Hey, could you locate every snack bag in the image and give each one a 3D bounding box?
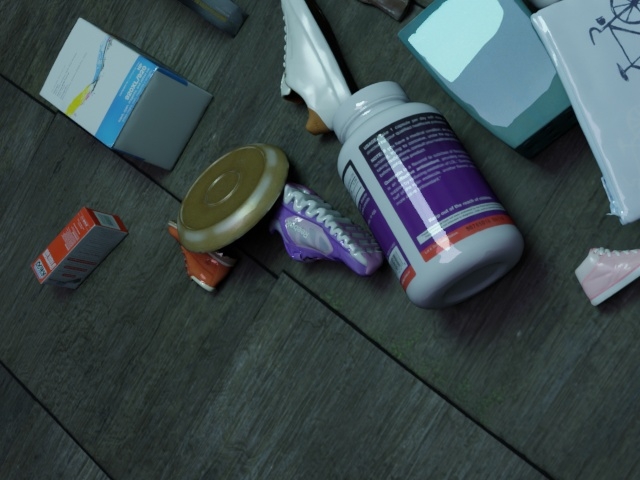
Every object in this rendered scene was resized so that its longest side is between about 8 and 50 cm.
[{"bbox_3d":[0.475,-0.225,1.034,0.343,0.037,0.322,-21,82,4],"label":"snack bag"}]

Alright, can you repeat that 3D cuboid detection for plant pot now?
[{"bbox_3d":[0.261,-0.243,1.172,0.166,0.165,0.234,-38,72,18],"label":"plant pot"},{"bbox_3d":[-0.158,-0.082,1.376,0.236,0.032,0.236,-26,37,22],"label":"plant pot"}]

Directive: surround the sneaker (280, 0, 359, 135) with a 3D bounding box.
[{"bbox_3d":[-0.034,-0.311,1.372,0.123,0.106,0.290,-28,71,20],"label":"sneaker"}]

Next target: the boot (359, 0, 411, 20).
[{"bbox_3d":[0.116,-0.430,1.350,0.114,0.037,0.106,35,112,32],"label":"boot"}]

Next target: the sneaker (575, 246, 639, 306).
[{"bbox_3d":[0.407,0.025,1.104,0.134,0.051,0.070,-39,71,22],"label":"sneaker"}]

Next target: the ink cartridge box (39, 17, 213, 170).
[{"bbox_3d":[-0.361,-0.270,1.507,0.233,0.171,0.168,35,98,28],"label":"ink cartridge box"}]

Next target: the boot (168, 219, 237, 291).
[{"bbox_3d":[-0.227,0.025,1.451,0.158,0.059,0.084,37,105,27],"label":"boot"}]

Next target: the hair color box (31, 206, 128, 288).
[{"bbox_3d":[-0.461,0.016,1.559,0.167,0.093,0.053,-45,63,14],"label":"hair color box"}]

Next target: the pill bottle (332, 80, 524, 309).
[{"bbox_3d":[0.144,-0.072,1.192,0.182,0.181,0.322,-36,66,19],"label":"pill bottle"}]

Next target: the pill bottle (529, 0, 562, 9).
[{"bbox_3d":[0.284,-0.450,1.144,0.229,0.131,0.131,41,106,-15],"label":"pill bottle"}]

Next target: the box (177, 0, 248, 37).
[{"bbox_3d":[-0.263,-0.478,1.484,0.231,0.183,0.056,43,101,27],"label":"box"}]

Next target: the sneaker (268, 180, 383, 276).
[{"bbox_3d":[0.000,0.000,1.315,0.236,0.095,0.104,39,105,34],"label":"sneaker"}]
